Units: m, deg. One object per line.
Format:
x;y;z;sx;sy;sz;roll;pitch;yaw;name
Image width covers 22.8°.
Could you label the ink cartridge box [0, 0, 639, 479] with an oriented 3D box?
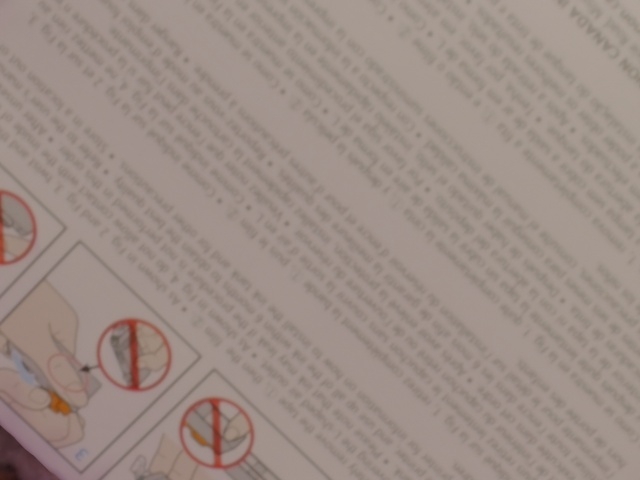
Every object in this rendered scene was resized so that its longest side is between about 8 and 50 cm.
0.000;0.000;0.630;0.308;0.091;0.385;44;106;-5;ink cartridge box
